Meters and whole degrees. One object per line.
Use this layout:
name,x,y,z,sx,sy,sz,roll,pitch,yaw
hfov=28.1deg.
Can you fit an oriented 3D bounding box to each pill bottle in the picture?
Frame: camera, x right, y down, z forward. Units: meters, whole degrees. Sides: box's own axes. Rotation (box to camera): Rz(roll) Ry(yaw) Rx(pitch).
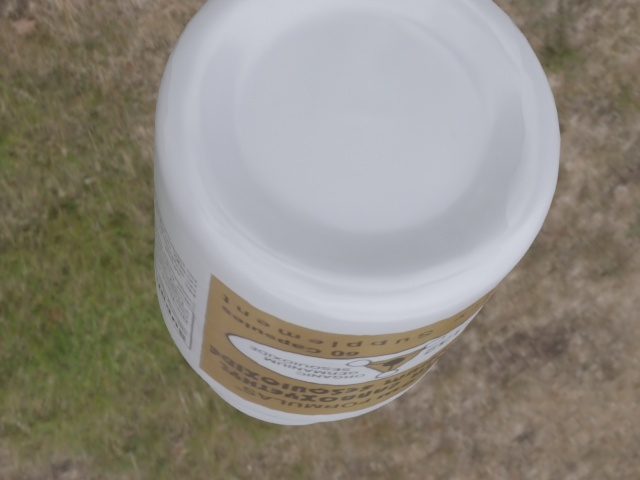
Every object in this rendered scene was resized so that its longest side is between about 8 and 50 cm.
pill bottle,0.000,0.000,0.500,0.131,0.131,0.229,-16,163,-13
